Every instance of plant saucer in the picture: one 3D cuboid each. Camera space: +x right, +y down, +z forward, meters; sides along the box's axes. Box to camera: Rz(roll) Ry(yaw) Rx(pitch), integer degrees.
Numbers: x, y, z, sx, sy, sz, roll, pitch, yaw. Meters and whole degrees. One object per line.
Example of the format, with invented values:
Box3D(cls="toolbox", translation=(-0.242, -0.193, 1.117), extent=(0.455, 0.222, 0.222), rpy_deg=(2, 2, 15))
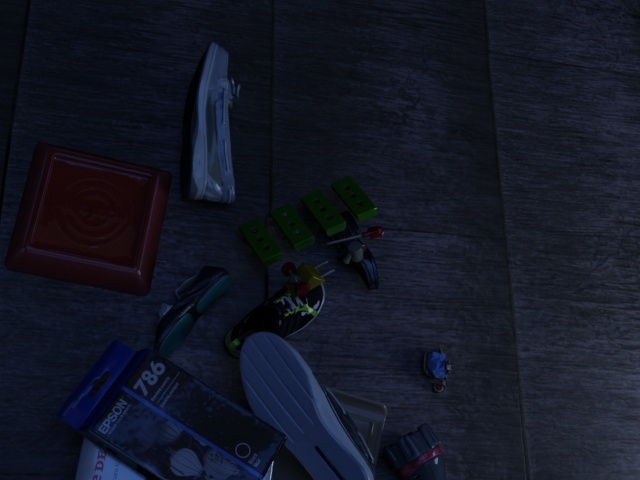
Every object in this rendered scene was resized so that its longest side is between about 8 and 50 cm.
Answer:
Box3D(cls="plant saucer", translation=(-0.415, -0.048, 1.710), extent=(0.259, 0.048, 0.259), rpy_deg=(12, 67, -12))

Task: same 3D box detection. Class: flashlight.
Box3D(cls="flashlight", translation=(0.229, 0.477, 1.667), extent=(0.103, 0.103, 0.304), rpy_deg=(-9, 63, -56))

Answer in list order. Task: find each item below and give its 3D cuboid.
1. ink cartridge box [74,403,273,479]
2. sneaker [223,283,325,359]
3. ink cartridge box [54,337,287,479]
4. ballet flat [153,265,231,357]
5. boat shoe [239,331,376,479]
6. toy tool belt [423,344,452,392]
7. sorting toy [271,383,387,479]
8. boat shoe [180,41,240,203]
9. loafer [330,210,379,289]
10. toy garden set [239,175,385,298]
Box3D(cls="ink cartridge box", translation=(-0.241, 0.405, 1.520), extent=(0.308, 0.129, 0.223), rpy_deg=(10, 66, -6))
Box3D(cls="sneaker", translation=(-0.073, 0.140, 1.713), extent=(0.235, 0.097, 0.084), rpy_deg=(-38, 84, -26))
Box3D(cls="ink cartridge box", translation=(-0.234, 0.291, 1.467), extent=(0.333, 0.065, 0.165), rpy_deg=(30, 62, 5))
Box3D(cls="ballet flat", translation=(-0.245, 0.122, 1.690), extent=(0.074, 0.074, 0.203), rpy_deg=(40, 69, 1))
Box3D(cls="boat shoe", translation=(-0.024, 0.304, 1.619), extent=(0.121, 0.119, 0.335), rpy_deg=(-34, 83, 10))
Box3D(cls="toy tool belt", translation=(0.225, 0.246, 1.791), extent=(0.052, 0.051, 0.083), rpy_deg=(0, 70, -17))
Box3D(cls="sorting toy", translation=(-0.049, 0.361, 1.671), extent=(0.307, 0.041, 0.229), rpy_deg=(17, 65, -3))
Box3D(cls="boat shoe", translation=(-0.205, -0.226, 1.813), extent=(0.103, 0.118, 0.320), rpy_deg=(9, 71, -20))
Box3D(cls="loafer", translation=(0.060, 0.026, 1.826), extent=(0.061, 0.062, 0.170), rpy_deg=(-21, 67, -16))
Box3D(cls="toy garden set", translation=(0.000, 0.000, 1.765), extent=(0.244, 0.049, 0.204), rpy_deg=(-25, 49, -14))
